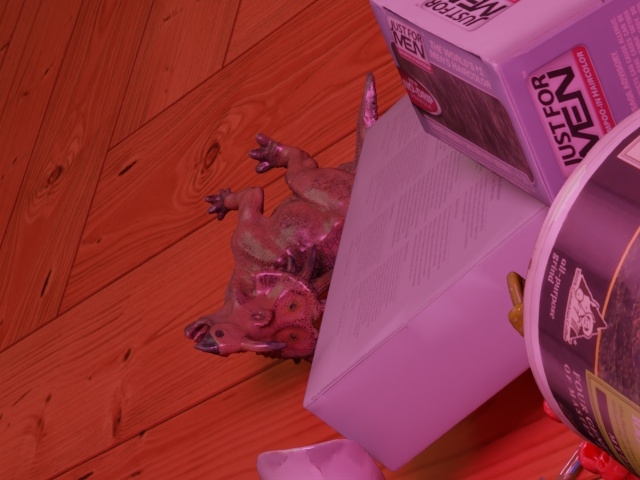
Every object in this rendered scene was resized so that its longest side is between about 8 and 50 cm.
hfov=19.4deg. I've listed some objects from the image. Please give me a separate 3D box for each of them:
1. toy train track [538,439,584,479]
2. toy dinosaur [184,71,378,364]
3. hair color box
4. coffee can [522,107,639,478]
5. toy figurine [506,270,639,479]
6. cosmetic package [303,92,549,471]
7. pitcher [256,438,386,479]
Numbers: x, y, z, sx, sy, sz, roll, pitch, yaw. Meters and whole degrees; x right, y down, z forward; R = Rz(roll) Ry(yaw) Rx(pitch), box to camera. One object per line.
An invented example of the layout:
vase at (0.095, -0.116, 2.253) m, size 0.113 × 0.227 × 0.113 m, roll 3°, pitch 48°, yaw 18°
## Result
toy train track at (0.172, 0.159, 1.275) m, size 0.083 × 0.014 × 0.048 m, roll -54°, pitch 18°, yaw -4°
toy dinosaur at (0.000, 0.000, 1.638) m, size 0.295 × 0.127 × 0.200 m, roll -49°, pitch 32°, yaw -9°
hair color box at (0.240, -0.182, 1.206) m, size 0.374 × 0.113 × 0.185 m, roll -31°, pitch 28°, yaw -11°
coffee can at (0.244, 0.061, 0.814) m, size 0.201 × 0.201 × 0.275 m, roll -57°, pitch 32°, yaw 3°
toy figurine at (0.158, 0.206, 1.065) m, size 0.217 × 0.191 × 0.362 m, roll -57°, pitch 24°, yaw 15°
cosmetic package at (0.135, -0.045, 1.392) m, size 0.284 × 0.097 × 0.377 m, roll -44°, pitch 18°, yaw 32°
pitcher at (0.022, 0.261, 1.314) m, size 0.125 × 0.178 × 0.207 m, roll -14°, pitch 66°, yaw 22°
